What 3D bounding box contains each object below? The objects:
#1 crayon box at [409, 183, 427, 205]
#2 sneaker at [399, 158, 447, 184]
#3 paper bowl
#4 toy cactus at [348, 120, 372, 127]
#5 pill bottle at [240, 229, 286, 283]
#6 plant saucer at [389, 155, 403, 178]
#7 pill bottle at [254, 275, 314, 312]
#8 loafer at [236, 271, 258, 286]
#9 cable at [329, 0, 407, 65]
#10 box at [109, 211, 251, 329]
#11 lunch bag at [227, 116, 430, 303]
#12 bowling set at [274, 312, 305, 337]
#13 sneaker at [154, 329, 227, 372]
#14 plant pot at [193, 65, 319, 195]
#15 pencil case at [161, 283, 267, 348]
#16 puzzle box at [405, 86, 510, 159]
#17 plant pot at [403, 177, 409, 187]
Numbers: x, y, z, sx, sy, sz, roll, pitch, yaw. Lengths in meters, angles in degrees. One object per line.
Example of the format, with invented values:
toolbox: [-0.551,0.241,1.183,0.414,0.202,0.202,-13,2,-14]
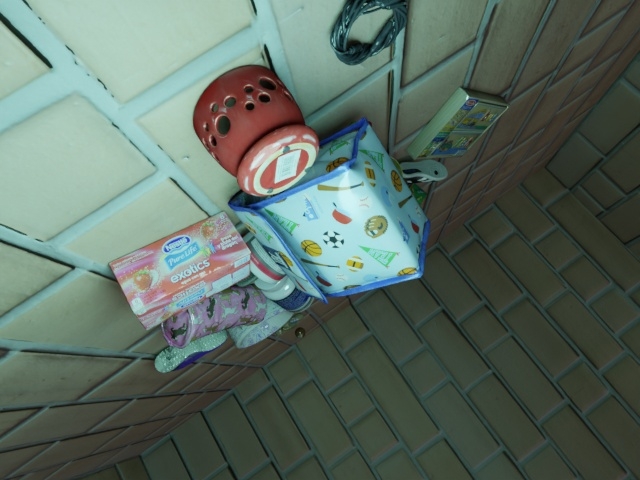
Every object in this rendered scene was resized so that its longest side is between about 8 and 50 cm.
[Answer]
crayon box: [0.332,-0.113,1.767,0.165,0.081,0.278,-52,176,40]
sneaker: [0.353,-0.243,1.580,0.216,0.079,0.121,0,164,-23]
paper bowl: [-0.261,0.313,1.777,0.284,0.148,0.284,-31,161,-12]
toy cactus: [0.047,-0.205,1.096,0.112,0.180,0.219,-91,-172,-78]
pill bottle: [-0.072,-0.034,1.220,0.318,0.176,0.176,-40,161,12]
plant saucer: [0.148,-0.178,1.358,0.240,0.037,0.241,-12,133,-14]
pill bottle: [-0.135,0.164,1.581,0.153,0.153,0.265,-37,148,3]
loafer: [-0.182,0.063,1.392,0.251,0.094,0.087,-41,157,12]
cable: [0.090,-0.409,0.820,0.184,0.047,0.150,-33,167,-16]
box: [-0.338,0.075,1.066,0.299,0.142,0.154,-28,160,-22]
lunch bag: [0.007,-0.034,0.993,0.385,0.328,0.239,-17,-148,34]
bowling set: [-0.172,0.407,2.108,0.154,0.200,0.287,-19,151,-39]
sneaker: [-0.519,0.440,1.726,0.293,0.102,0.146,-24,163,-18]
plant pot: [-0.113,-0.189,0.782,0.191,0.174,0.191,-30,160,-12]
pencil case: [-0.353,0.248,1.448,0.160,0.167,0.386,-10,176,31]
puzzle box: [0.508,-0.412,1.534,0.408,0.052,0.272,-15,152,-47]
plant pot: [0.217,-0.123,1.527,0.237,0.110,0.237,-15,162,-5]
